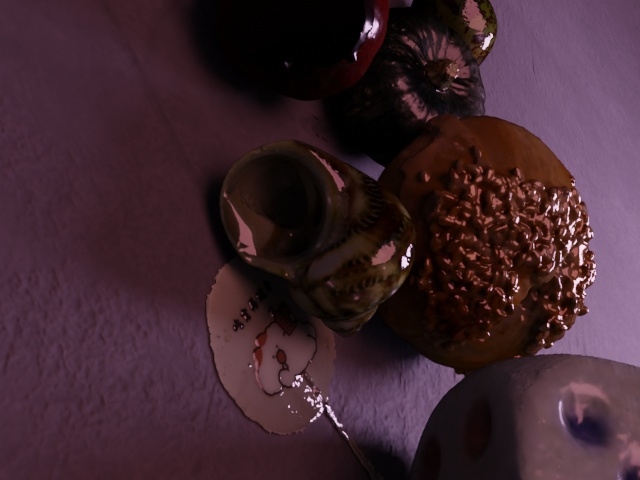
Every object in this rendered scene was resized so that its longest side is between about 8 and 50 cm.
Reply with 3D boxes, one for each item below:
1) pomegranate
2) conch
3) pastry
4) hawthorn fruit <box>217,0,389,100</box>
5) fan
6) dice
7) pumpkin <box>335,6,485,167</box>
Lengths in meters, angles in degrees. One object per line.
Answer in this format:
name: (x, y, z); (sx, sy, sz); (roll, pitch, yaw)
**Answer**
pomegranate: (0.169, -0.299, 1.285); (0.125, 0.163, 0.138); (-124, -165, -67)
conch: (0.000, 0.001, 0.892); (0.124, 0.187, 0.182); (88, -4, -74)
pastry: (0.192, 0.015, 1.018); (0.284, 0.184, 0.316); (-43, 126, -13)
hawthorn fruit: (-0.017, -0.263, 0.964); (0.189, 0.189, 0.251); (45, 29, -31)
fan: (-0.005, 0.152, 0.918); (0.329, 0.009, 0.191); (57, 37, -17)
dice: (0.245, 0.285, 0.896); (0.264, 0.268, 0.263); (15, 53, -12)
pumpkin: (0.114, -0.184, 1.107); (0.211, 0.152, 0.212); (28, 49, -37)
